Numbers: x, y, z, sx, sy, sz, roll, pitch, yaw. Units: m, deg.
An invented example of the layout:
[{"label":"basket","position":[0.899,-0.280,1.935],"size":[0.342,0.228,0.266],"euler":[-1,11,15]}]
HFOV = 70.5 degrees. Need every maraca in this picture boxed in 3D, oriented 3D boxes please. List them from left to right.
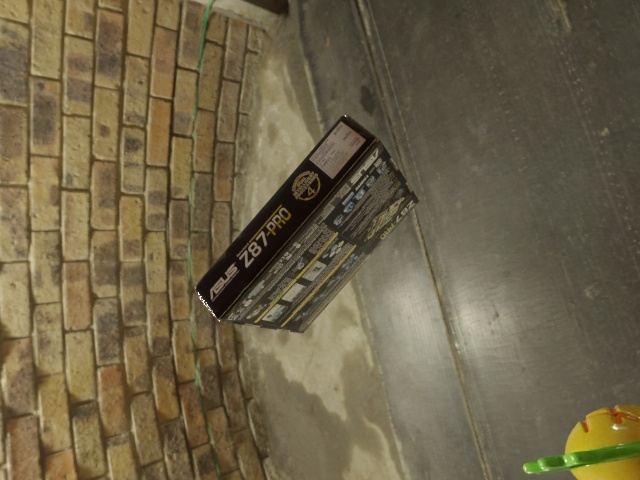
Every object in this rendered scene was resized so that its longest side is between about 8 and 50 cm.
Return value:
[{"label":"maraca","position":[0.315,0.231,0.485],"size":[0.127,0.186,0.099],"euler":[89,175,-54]}]

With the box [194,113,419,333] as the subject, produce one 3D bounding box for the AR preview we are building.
[{"label":"box","position":[0.000,0.000,0.867],"size":[0.395,0.318,0.097],"euler":[-49,61,6]}]
